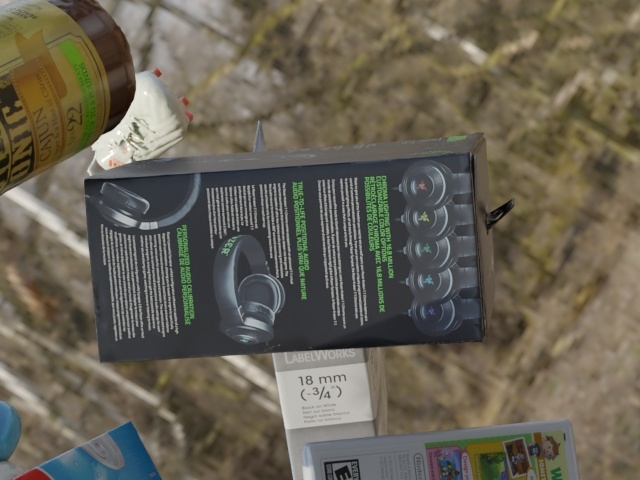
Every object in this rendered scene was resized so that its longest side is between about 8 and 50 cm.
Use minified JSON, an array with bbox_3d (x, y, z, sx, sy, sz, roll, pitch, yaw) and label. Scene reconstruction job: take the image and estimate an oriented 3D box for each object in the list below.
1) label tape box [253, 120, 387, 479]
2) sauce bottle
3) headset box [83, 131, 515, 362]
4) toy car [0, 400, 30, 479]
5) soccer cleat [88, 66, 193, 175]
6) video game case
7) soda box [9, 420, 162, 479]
[{"bbox_3d":[0.002,0.064,1.899,0.240,0.106,0.333,-87,-11,-61],"label":"label tape box"},{"bbox_3d":[-0.258,-0.052,1.079,0.344,0.111,0.111,-37,-17,-43],"label":"sauce bottle"},{"bbox_3d":[0.000,0.000,1.279,0.246,0.283,0.131,-37,-57,-80],"label":"headset box"},{"bbox_3d":[-0.302,0.167,1.352,0.159,0.182,0.136,12,99,51],"label":"toy car"},{"bbox_3d":[-0.167,-0.096,1.603,0.076,0.068,0.196,-42,-1,-19],"label":"soccer cleat"},{"bbox_3d":[0.092,0.234,1.195,0.023,0.193,0.212,136,129,-71],"label":"video game case"},{"bbox_3d":[-0.199,0.192,1.139,0.210,0.067,0.071,-26,-5,-43],"label":"soda box"}]
